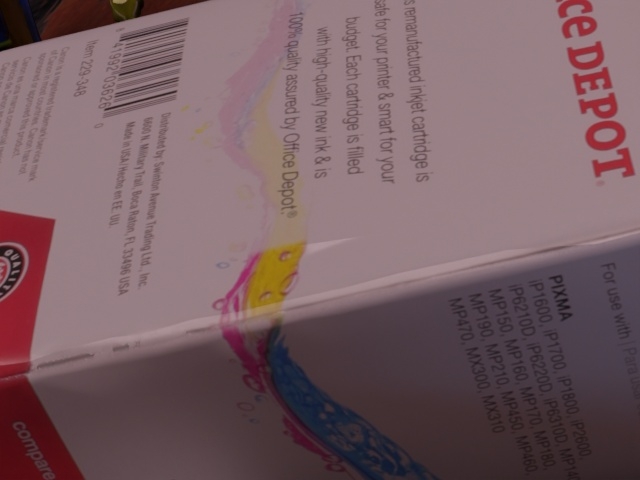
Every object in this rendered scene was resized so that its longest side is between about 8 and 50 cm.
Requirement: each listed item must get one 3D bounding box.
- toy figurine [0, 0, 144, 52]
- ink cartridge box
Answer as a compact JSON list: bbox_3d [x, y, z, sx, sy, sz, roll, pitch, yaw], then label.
[{"bbox_3d":[-0.208,-0.144,1.068,0.191,0.217,0.362,-22,77,-2],"label":"toy figurine"},{"bbox_3d":[0.000,0.000,0.609,0.306,0.131,0.226,-11,38,11],"label":"ink cartridge box"}]
